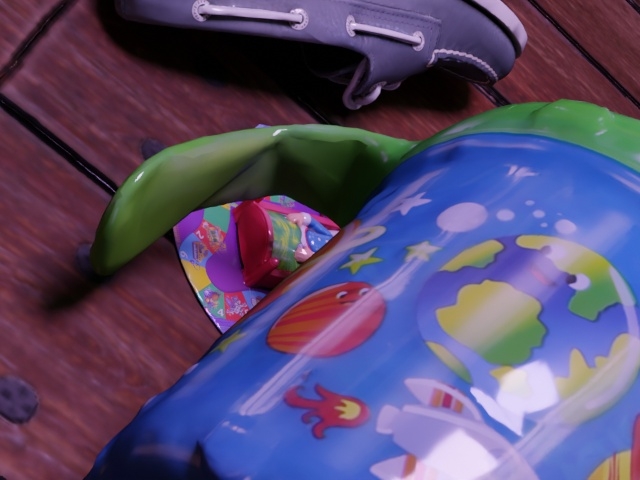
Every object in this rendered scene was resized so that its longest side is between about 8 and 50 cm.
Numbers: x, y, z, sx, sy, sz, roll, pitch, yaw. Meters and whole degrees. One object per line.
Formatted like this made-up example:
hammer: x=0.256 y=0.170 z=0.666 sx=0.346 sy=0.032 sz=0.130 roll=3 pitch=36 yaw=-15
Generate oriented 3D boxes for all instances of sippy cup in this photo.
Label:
sippy cup: x=0.045 y=0.092 z=0.428 sx=0.224 sy=0.306 sz=0.240 roll=-32 pitch=122 yaw=-40

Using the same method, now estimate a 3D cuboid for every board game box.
board game box: x=0.000 y=0.000 z=0.595 sx=0.133 sy=0.033 sz=0.168 roll=48 pitch=37 yaw=-6

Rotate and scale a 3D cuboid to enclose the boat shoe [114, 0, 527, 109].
boat shoe: x=0.008 y=-0.134 z=0.686 sx=0.319 sy=0.116 sz=0.099 roll=14 pitch=94 yaw=-47
